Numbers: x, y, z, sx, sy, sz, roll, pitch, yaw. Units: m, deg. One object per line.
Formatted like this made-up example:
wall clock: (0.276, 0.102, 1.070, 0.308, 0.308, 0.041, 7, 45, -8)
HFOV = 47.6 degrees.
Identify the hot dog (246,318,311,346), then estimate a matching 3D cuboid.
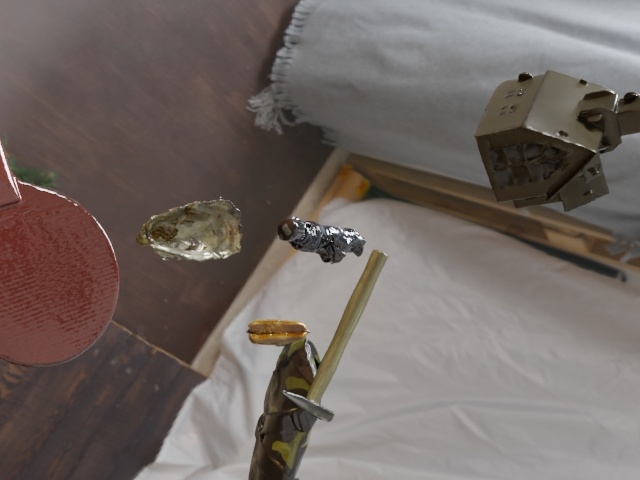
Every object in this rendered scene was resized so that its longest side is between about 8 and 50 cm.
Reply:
hot dog: (-0.085, 0.186, 1.462, 0.041, 0.133, 0.056, 21, 69, -81)

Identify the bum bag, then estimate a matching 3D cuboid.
bum bag: (-0.041, 0.225, 0.851, 0.060, 0.107, 0.232, 8, 102, -23)

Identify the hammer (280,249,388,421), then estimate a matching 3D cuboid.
hammer: (0.024, 0.097, 0.801, 0.013, 0.062, 0.199, 111, 5, -73)

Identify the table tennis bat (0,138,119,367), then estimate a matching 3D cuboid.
table tennis bat: (-0.489, 0.006, 1.190, 0.268, 0.051, 0.414, -21, 91, -27)

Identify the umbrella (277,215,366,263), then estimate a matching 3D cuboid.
umbrella: (0.002, 0.002, 1.218, 0.224, 0.080, 0.071, 16, 66, -61)

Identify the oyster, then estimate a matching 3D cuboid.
oyster: (-0.211, -0.012, 1.184, 0.177, 0.056, 0.105, -18, 116, -23)

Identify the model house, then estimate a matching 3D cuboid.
model house: (0.406, -0.156, 1.149, 0.204, 0.243, 0.211, 62, 39, -25)
